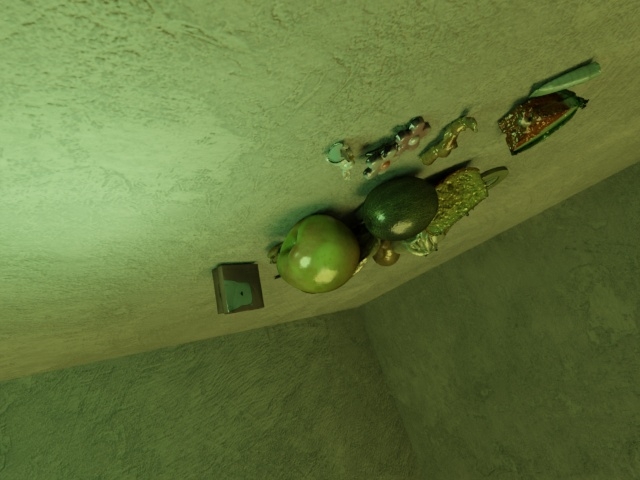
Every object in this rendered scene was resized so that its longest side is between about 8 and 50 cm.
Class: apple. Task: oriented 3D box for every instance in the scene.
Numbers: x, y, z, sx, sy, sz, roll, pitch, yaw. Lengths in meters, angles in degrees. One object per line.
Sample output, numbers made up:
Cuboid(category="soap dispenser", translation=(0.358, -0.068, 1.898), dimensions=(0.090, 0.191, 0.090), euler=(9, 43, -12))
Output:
Cuboid(category="apple", translation=(-0.002, 0.059, 1.699), dimensions=(0.277, 0.319, 0.319), euler=(27, 138, -24))

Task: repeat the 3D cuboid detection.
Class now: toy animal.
Cuboid(category="toy animal", translation=(0.072, -0.242, 1.306), dimensions=(0.085, 0.071, 0.124), euler=(-30, 160, 24))

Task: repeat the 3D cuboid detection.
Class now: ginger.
Cuboid(category="ginger", translation=(0.435, -0.331, 1.461), dimensions=(0.089, 0.075, 0.288), euler=(13, 154, -21))

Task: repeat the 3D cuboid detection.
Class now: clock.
Cuboid(category="clock", translation=(0.800, -0.285, 2.089), dimensions=(0.234, 0.029, 0.235), euler=(-21, 161, -7))

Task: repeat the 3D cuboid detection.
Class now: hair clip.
Cuboid(category="hair clip", translation=(0.236, -0.291, 1.363), dimensions=(0.257, 0.075, 0.146), euler=(-32, 155, 18))

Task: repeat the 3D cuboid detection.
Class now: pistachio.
Cuboid(category="pistachio", translation=(0.362, 0.051, 2.363), dimensions=(0.182, 0.162, 0.293), euler=(-58, 157, -3))

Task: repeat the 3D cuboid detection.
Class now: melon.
Cuboid(category="melon", translation=(0.311, -0.123, 1.649), dimensions=(0.301, 0.238, 0.237), euler=(-22, 163, -17))

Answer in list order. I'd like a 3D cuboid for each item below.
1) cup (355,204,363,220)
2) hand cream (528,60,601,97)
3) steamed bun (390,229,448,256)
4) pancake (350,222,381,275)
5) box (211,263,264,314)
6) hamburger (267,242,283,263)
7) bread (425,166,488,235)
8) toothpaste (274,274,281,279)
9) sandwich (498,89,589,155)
Cuboid(category="cup", translation=(0.191, -0.130, 1.828), dimensions=(0.054, 0.075, 0.083), euler=(26, 147, -15))
Cuboid(category="hand cream", translation=(0.780, -0.507, 1.372), dimensions=(0.204, 0.050, 0.078), euler=(-20, 180, 11))
Cuboid(category="steamed bun", translation=(0.446, -0.072, 2.028), dimensions=(0.268, 0.207, 0.280), euler=(-36, -151, -24))
Cuboid(category="pancake", translation=(0.143, 0.048, 1.904), dimensions=(0.387, 0.082, 0.387), euler=(-43, -162, 18))
Cuboid(category="box", translation=(-0.371, 0.214, 1.925), dimensions=(0.086, 0.215, 0.215), euler=(-18, 169, 38))
Cuboid(category="hamburger", translation=(-0.182, 0.060, 1.904), dimensions=(0.102, 0.087, 0.176), euler=(-16, 174, 25))
Cuboid(category="bread", translation=(0.542, -0.164, 1.838), dimensions=(0.340, 0.194, 0.179), euler=(-38, 174, 2))
Cuboid(category="toothpaste", translation=(-0.219, 0.194, 2.348), dimensions=(0.083, 0.019, 0.027), euler=(-27, -174, 19))
Cuboid(category="sandwich", translation=(0.743, -0.419, 1.505), dimensions=(0.212, 0.109, 0.292), euler=(-10, 158, -16))
